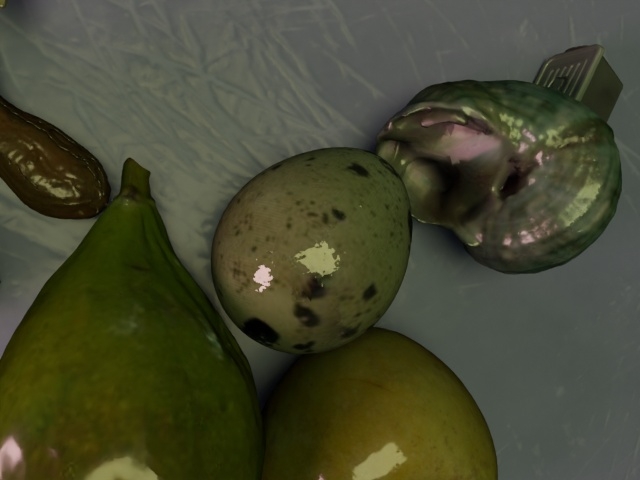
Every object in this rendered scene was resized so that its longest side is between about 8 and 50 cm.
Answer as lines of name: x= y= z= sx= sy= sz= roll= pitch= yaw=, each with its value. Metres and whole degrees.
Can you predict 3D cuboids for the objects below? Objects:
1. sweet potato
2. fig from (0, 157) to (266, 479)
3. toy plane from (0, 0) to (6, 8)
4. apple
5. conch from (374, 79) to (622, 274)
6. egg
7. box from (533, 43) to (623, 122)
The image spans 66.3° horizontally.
sweet potato: x=-0.285 y=-0.107 z=0.443 sx=0.081 sy=0.062 sz=0.233 roll=-42 pitch=100 yaw=-30
fig: x=-0.139 y=0.113 z=0.419 sx=0.233 sy=0.233 sz=0.314 roll=29 pitch=60 yaw=-15
toy plane: x=-0.351 y=-0.286 z=0.399 sx=0.244 sy=0.092 sz=0.229 roll=26 pitch=65 yaw=-15
apple: x=0.052 y=0.220 z=0.482 sx=0.261 sy=0.194 sz=0.260 roll=-1 pitch=93 yaw=-15
conch: x=0.202 y=-0.061 z=0.535 sx=0.220 sy=0.195 sz=0.277 roll=-30 pitch=128 yaw=20
egg: x=0.000 y=0.000 z=0.470 sx=0.177 sy=0.177 sz=0.228 roll=44 pitch=60 yaw=-13
box: x=0.306 y=-0.167 z=0.602 sx=0.069 sy=0.084 sz=0.122 roll=31 pitch=84 yaw=-25
